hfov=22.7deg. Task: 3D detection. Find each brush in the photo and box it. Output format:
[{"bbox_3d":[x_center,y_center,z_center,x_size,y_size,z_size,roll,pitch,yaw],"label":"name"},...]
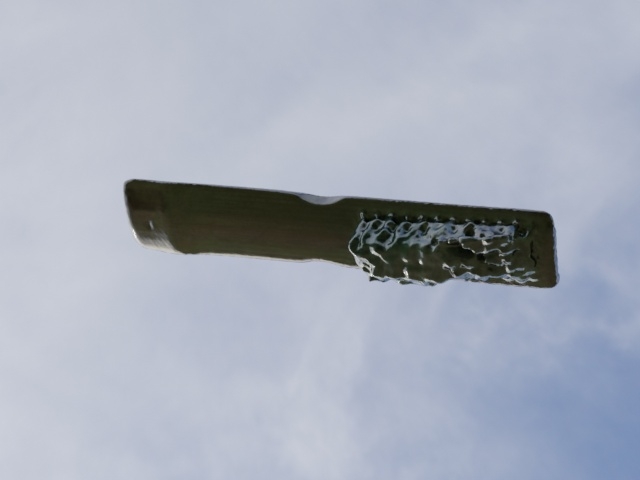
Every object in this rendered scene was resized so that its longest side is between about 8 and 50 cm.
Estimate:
[{"bbox_3d":[0.000,0.000,0.632,0.190,0.027,0.034,6,-60,26],"label":"brush"}]
